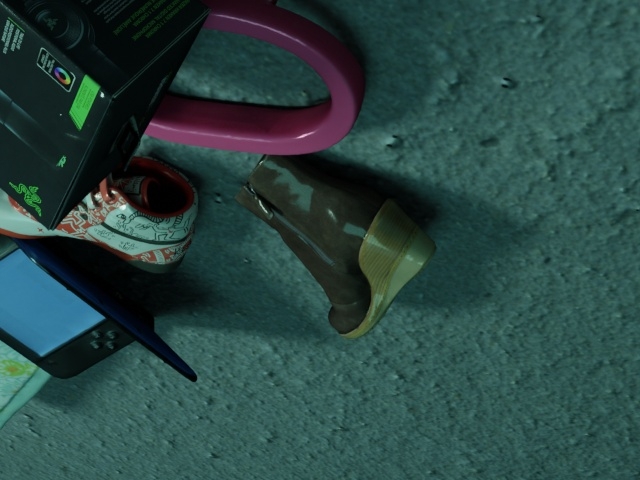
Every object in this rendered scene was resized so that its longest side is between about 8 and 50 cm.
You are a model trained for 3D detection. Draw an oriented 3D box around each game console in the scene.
[{"bbox_3d":[-0.338,0.103,1.477,0.250,0.173,0.293,-31,129,20],"label":"game console"}]

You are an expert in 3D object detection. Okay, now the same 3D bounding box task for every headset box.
[{"bbox_3d":[-0.254,-0.172,0.987,0.283,0.131,0.246,41,146,-3],"label":"headset box"}]

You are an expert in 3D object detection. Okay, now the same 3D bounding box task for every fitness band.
[{"bbox_3d":[-0.102,-0.159,1.086,0.291,0.054,0.209,9,148,15],"label":"fitness band"}]

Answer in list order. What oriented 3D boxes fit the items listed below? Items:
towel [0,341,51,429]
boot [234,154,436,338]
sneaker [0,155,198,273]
[{"bbox_3d":[-0.580,0.180,1.718,0.321,0.090,0.374,16,143,-27],"label":"towel"},{"bbox_3d":[0.000,0.000,1.286,0.207,0.090,0.248,32,149,-2],"label":"boot"},{"bbox_3d":[-0.265,-0.054,1.296,0.270,0.090,0.145,18,148,-8],"label":"sneaker"}]
